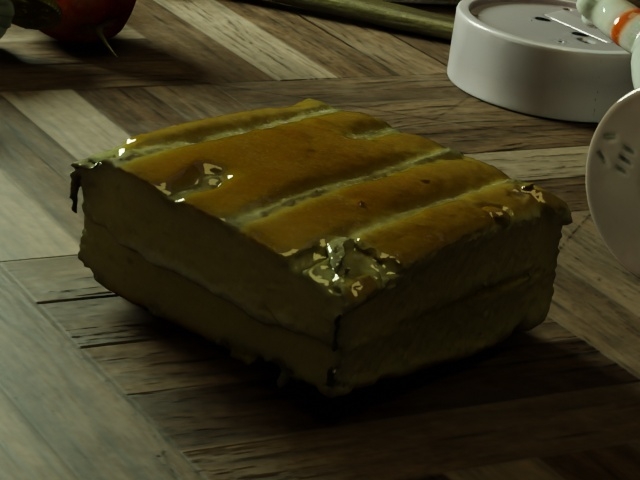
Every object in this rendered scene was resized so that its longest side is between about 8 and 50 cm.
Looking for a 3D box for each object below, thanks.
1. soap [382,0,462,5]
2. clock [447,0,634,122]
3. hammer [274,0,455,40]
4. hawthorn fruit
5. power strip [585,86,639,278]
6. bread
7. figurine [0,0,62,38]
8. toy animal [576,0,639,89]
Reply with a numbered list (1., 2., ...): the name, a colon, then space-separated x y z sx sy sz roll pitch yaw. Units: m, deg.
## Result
1. soap: 0.117 -0.324 2.113 0.257 0.080 0.160 0 45 -21
2. clock: 0.219 -0.173 1.838 0.196 0.068 0.197 8 21 -3
3. hammer: -0.017 -0.247 1.989 0.365 0.043 0.111 15 21 10
4. hawthorn fruit: -0.223 -0.230 1.768 0.125 0.140 0.125 7 -12 2
5. power strip: 0.269 -0.040 1.411 0.078 0.154 0.154 -9 27 -43
6. bread: 0.000 0.000 1.257 0.239 0.111 0.246 24 27 37
7. figurine: -0.358 -0.233 1.696 0.271 0.143 0.143 3 22 -10
8. toy animal: 0.321 -0.123 1.662 0.140 0.138 0.282 3 18 -24
